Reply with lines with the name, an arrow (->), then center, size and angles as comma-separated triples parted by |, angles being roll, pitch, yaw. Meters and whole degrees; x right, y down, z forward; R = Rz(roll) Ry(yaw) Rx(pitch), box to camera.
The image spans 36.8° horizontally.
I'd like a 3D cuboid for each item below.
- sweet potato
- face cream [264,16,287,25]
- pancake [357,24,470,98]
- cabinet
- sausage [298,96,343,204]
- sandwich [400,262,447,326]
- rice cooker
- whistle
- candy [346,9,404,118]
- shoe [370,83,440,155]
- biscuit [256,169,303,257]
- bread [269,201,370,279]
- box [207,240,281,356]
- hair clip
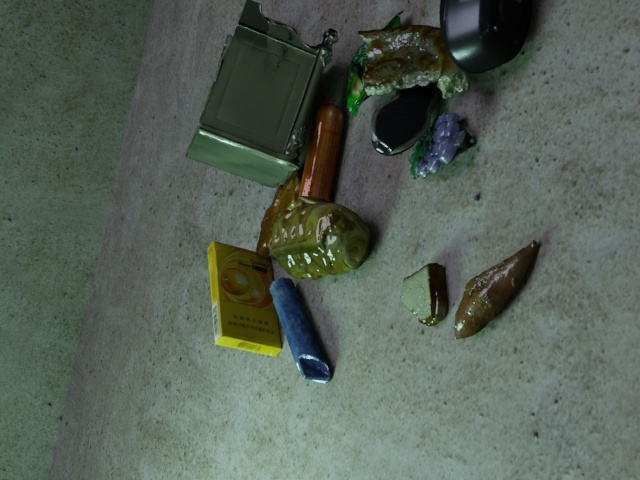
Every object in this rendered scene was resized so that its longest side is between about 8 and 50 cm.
sweet potato -> 0.257, 0.075, 1.447 | 0.068, 0.060, 0.206 | 50, 117, 18
face cream -> -0.151, -0.466, 2.459 | 0.206, 0.111, 0.206 | -39, 44, 52
pancake -> 0.156, -0.327, 1.719 | 0.197, 0.054, 0.376 | -38, 31, -12
cabinet -> -0.131, -0.316, 2.131 | 0.290, 0.227, 0.318 | 154, 134, -76
sausage -> 0.006, -0.195, 2.059 | 0.071, 0.071, 0.234 | -7, 70, 62
sandwich -> 0.175, 0.100, 1.617 | 0.093, 0.036, 0.104 | -43, 42, 46
rice cooker -> 0.270, -0.373, 1.558 | 0.118, 0.142, 0.203 | -4, 74, 50
whistle -> -0.046, 0.186, 1.980 | 0.062, 0.062, 0.304 | -62, 29, 25
candy -> 0.113, -0.353, 1.928 | 0.141, 0.078, 0.203 | -17, 50, 48
shoe -> 0.145, -0.207, 1.728 | 0.112, 0.099, 0.227 | 110, -174, -48
biscuit -> -0.083, -0.067, 2.181 | 0.249, 0.035, 0.184 | 126, 159, -45
bread -> 0.000, 0.000, 1.906 | 0.268, 0.130, 0.152 | -10, 108, 61
box -> -0.171, 0.127, 2.153 | 0.043, 0.152, 0.269 | -49, 38, 38
hair clip -> 0.211, -0.164, 1.681 | 0.124, 0.052, 0.195 | -65, 16, -14
